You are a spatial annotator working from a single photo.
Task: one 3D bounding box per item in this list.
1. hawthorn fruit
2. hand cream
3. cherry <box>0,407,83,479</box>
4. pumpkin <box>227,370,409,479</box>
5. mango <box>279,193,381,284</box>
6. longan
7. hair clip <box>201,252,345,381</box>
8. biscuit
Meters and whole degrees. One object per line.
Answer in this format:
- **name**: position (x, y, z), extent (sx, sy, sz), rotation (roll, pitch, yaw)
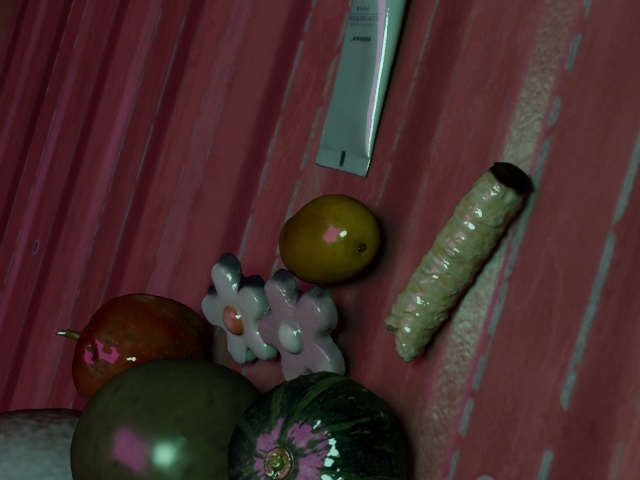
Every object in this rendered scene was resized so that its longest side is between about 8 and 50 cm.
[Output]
- **hawthorn fruit**: position (-0.253, 0.151, 1.295), extent (0.179, 0.201, 0.179), rotation (-161, 90, -89)
- **hand cream**: position (0.056, -0.241, 1.171), extent (0.109, 0.067, 0.320), rotation (21, 98, 54)
- **cherry**: position (-0.355, 0.373, 1.242), extent (0.291, 0.335, 0.326), rotation (-49, 46, 30)
- **pumpkin**: position (-0.003, 0.222, 0.977), extent (0.190, 0.146, 0.190), rotation (-4, 78, 17)
- **mango**: position (0.000, 0.000, 1.121), extent (0.184, 0.085, 0.102), rotation (-5, 74, 59)
- **longan**: position (-0.166, 0.247, 1.119), extent (0.246, 0.215, 0.246), rotation (-12, 37, 9)
- **hair clip**: position (-0.057, 0.096, 1.166), extent (0.257, 0.075, 0.146), rotation (19, 114, 56)
- **biscuit**: position (0.130, 0.021, 0.954), extent (0.219, 0.055, 0.061), rotation (-59, 18, 22)
